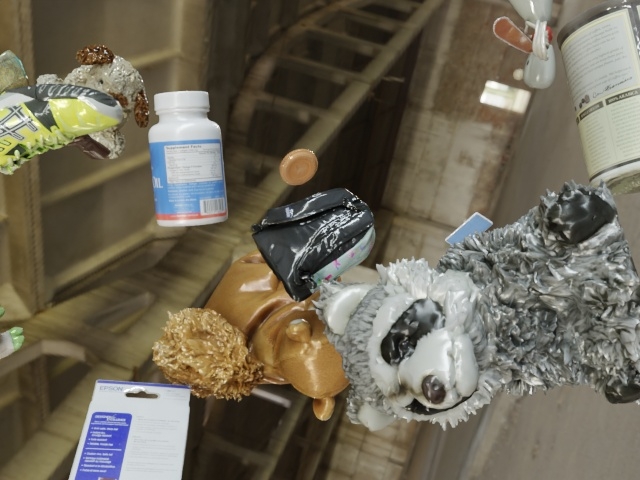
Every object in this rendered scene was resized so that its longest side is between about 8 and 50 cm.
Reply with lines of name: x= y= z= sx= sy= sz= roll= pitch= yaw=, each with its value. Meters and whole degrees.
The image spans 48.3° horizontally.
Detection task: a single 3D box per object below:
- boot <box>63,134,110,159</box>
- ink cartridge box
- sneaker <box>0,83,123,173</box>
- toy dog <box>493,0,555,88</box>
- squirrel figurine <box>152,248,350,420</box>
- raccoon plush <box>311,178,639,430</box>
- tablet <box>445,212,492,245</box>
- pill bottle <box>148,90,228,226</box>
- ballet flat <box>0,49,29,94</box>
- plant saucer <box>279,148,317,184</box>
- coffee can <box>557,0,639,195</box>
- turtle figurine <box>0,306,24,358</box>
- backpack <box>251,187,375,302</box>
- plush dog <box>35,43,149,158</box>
boot: x=-0.528 y=-0.201 z=1.550 sx=0.114 sy=0.107 sz=0.037 roll=43 pitch=-139 yaw=-69
ink cartridge box: x=-0.293 y=0.359 z=1.088 sx=0.332 sy=0.166 sz=0.065 roll=-93 pitch=10 yaw=-53
sneaker: x=-0.554 y=-0.198 z=1.327 sx=0.145 sy=0.385 sz=0.147 roll=62 pitch=-159 yaw=-83
toy dog: x=0.446 y=-0.522 z=1.628 sx=0.220 sy=0.161 sz=0.333 roll=22 pitch=-111 yaw=-62
squirrel figurine: x=-0.101 y=0.201 z=1.310 sx=0.370 sy=0.397 sz=0.280 roll=27 pitch=131 yaw=62
raccoon plush: x=0.191 y=0.081 z=0.796 sx=0.446 sy=0.299 sz=0.216 roll=1 pitch=-106 yaw=-69
tablet: x=0.284 y=-0.017 z=1.366 sx=0.083 sy=0.054 sz=0.006 roll=-44 pitch=39 yaw=25
pill bottle: x=-0.228 y=-0.139 z=1.221 sx=0.124 sy=0.124 sz=0.221 roll=-29 pitch=-64 yaw=-76
ballet flat: x=-0.786 y=-0.327 z=1.470 sx=0.123 sy=0.349 sz=0.123 roll=169 pitch=90 yaw=-84
plant saucer: x=-0.044 y=-0.149 z=1.470 sx=0.013 sy=0.084 sz=0.083 roll=-125 pitch=38 yaw=-46
coffee can: x=0.516 y=-0.232 z=1.166 sx=0.201 sy=0.202 sz=0.275 roll=57 pitch=-155 yaw=-78
turtle figurine: x=-0.635 y=0.085 z=1.306 sx=0.266 sy=0.198 sz=0.274 roll=72 pitch=-152 yaw=-58
backpack: x=0.000 y=0.000 z=1.144 sx=0.182 sy=0.152 sz=0.115 roll=-32 pitch=-20 yaw=-11
plush dog: x=-0.520 y=-0.362 z=1.747 sx=0.225 sy=0.262 sz=0.210 roll=-19 pitch=33 yaw=41
